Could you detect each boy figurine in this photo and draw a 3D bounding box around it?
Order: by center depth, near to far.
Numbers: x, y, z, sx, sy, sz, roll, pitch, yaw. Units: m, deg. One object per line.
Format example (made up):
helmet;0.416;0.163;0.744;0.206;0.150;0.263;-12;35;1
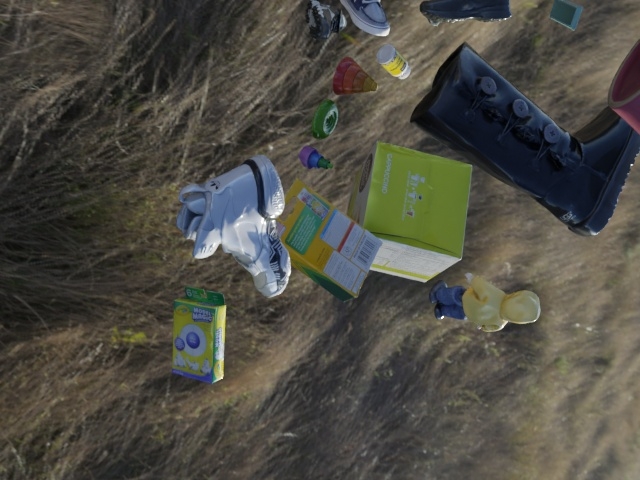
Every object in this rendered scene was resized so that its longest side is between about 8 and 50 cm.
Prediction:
boy figurine;0.421;0.158;1.539;0.092;0.285;0.177;-43;119;-39

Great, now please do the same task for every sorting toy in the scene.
sorting toy;0.066;-0.373;1.816;0.366;0.126;0.127;-64;157;-2

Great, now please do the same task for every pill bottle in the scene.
pill bottle;0.229;-0.549;1.845;0.116;0.065;0.065;25;86;-48

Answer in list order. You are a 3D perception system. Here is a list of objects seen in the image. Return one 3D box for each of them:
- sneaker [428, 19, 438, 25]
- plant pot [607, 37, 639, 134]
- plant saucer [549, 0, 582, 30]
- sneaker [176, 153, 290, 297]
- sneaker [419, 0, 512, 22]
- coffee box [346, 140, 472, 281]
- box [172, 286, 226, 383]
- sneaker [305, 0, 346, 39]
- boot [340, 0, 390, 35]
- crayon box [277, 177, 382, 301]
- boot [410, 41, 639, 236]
sneaker;0.415;-0.808;1.998;0.064;0.086;0.192;13;138;-15
plant pot;0.430;-0.157;0.644;0.201;0.180;0.201;-60;-178;3
plant saucer;0.737;-0.687;1.801;0.192;0.018;0.067;-92;-170;-60
sneaker;-0.186;-0.001;1.283;0.210;0.137;0.366;-19;134;-20
sneaker;0.426;-0.709;1.756;0.286;0.109;0.130;-7;108;-13
coffee box;0.278;-0.086;2.026;0.334;0.337;0.338;123;-20;-69
box;-0.244;0.187;1.201;0.043;0.105;0.179;-9;105;-63
sneaker;0.022;-0.585;1.588;0.106;0.234;0.078;6;121;-11
boot;0.096;-0.515;1.263;0.069;0.190;0.086;-12;141;-24
crayon box;0.000;0.000;1.704;0.323;0.083;0.203;37;61;-14
boot;0.449;-0.266;1.271;0.367;0.445;0.146;-60;-176;-30
